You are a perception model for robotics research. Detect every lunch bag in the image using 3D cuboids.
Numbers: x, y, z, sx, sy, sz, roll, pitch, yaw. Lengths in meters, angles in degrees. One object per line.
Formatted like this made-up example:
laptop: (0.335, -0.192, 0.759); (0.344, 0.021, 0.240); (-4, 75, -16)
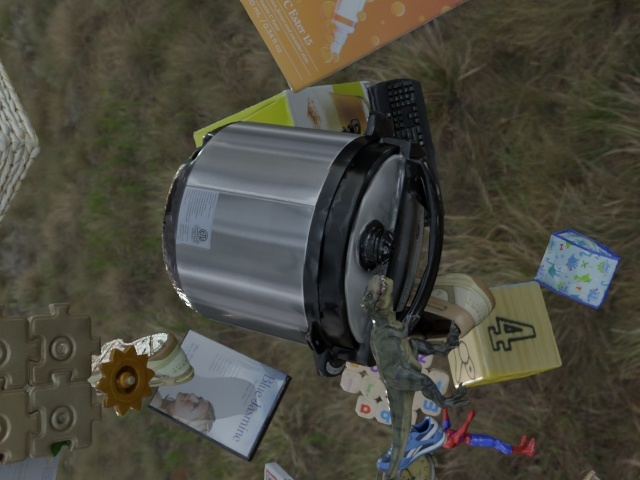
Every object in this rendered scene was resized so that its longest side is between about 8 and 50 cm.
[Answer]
lunch bag: (0.575, 0.062, 1.587); (0.151, 0.096, 0.129); (33, 120, 40)

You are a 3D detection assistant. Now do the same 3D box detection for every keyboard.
keyboard: (0.150, -0.169, 1.488); (0.033, 0.201, 0.318); (-164, 60, -70)

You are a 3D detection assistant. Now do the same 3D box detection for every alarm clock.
alarm clock: (0.175, 0.507, 1.537); (0.064, 0.192, 0.130); (4, 81, 42)

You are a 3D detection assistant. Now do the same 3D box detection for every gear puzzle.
gear puzzle: (-0.331, 0.159, 0.806); (0.044, 0.338, 0.176); (-7, 83, 40)

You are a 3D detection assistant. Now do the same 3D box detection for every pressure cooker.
pressure cooker: (-0.003, 0.001, 1.200); (0.420, 0.375, 0.370); (10, 130, 27)

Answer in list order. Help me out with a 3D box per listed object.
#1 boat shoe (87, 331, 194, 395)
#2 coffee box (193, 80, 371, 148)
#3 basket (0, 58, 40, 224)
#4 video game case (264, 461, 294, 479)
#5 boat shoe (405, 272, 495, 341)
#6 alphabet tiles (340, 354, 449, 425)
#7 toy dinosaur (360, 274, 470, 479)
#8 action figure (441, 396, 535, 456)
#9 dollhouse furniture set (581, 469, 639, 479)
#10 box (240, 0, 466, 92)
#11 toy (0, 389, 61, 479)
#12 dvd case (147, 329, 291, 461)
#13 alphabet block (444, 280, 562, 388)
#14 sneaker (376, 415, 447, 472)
boat shoe: (-0.354, 0.242, 1.329); (0.285, 0.105, 0.089); (-14, 119, 40)
coffee box: (-0.052, -0.174, 1.787); (0.338, 0.334, 0.338); (-14, 94, 41)
basket: (-0.786, -0.204, 1.437); (0.328, 0.266, 0.331); (-49, 62, 29)
video game case: (-0.033, 0.525, 1.210); (0.285, 0.025, 0.204); (13, 102, 63)
boat shoe: (0.171, 0.137, 1.358); (0.122, 0.110, 0.341); (52, 149, -12)
alphabet tiles: (0.201, 0.382, 1.952); (0.283, 0.021, 0.278); (14, 113, 10)
toy dinosaur: (0.121, 0.165, 0.905); (0.064, 0.118, 0.268); (-80, -18, -82)
action figure: (0.408, 0.481, 1.863); (0.091, 0.280, 0.139); (117, 156, -79)
dollhouse furniture set: (0.665, 0.591, 1.580); (0.173, 0.303, 0.356); (40, 160, 23)
box: (0.066, -0.414, 1.112); (0.345, 0.168, 0.215); (-22, 109, 32)
toy: (-0.406, 0.225, 0.790); (0.056, 0.237, 0.137); (-6, 70, 42)
dvd case: (-0.204, 0.305, 1.435); (0.252, 0.022, 0.181); (20, 73, 22)
alphabet block: (0.402, 0.219, 1.640); (0.192, 0.193, 0.197); (119, 141, -70)
sneaker: (0.163, 0.379, 1.338); (0.059, 0.144, 0.053); (63, 171, -18)
